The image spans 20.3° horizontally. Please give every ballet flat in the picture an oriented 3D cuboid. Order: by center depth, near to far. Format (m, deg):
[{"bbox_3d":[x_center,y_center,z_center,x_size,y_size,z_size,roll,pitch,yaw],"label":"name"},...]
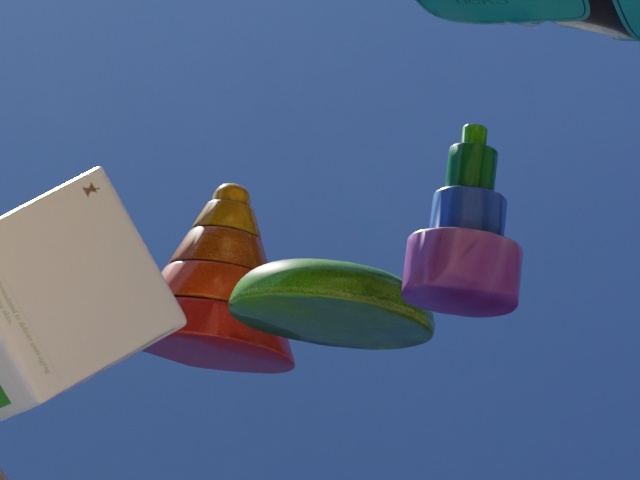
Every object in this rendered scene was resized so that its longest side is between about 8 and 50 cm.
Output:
[{"bbox_3d":[0.256,-0.245,1.529,0.409,0.147,0.147,14,-115,31],"label":"ballet flat"}]

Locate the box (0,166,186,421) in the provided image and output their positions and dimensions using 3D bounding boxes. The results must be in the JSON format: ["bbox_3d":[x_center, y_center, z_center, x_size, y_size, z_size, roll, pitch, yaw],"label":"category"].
[{"bbox_3d":[-0.150,0.031,0.989,0.102,0.087,0.101,-30,-88,-30],"label":"box"}]

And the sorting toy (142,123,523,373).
[{"bbox_3d":[0.000,0.000,1.131,0.127,0.365,0.126,18,-109,-30],"label":"sorting toy"}]

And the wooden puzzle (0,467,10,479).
[{"bbox_3d":[-0.253,0.128,0.785,0.221,0.239,0.044,-24,-122,-6],"label":"wooden puzzle"}]
